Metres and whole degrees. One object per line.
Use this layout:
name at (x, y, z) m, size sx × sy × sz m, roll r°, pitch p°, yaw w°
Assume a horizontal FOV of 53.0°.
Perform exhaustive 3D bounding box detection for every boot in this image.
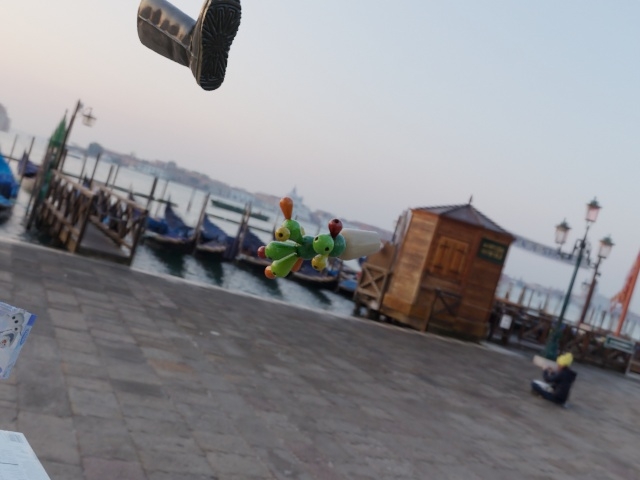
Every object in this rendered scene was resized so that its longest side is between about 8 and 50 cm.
boot at (-0.229, -0.373, 1.085) m, size 0.076 × 0.189 × 0.208 m, roll -8°, pitch 44°, yaw -42°

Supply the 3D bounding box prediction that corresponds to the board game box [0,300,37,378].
board game box at (-0.433, 0.123, 0.840) m, size 0.090 × 0.090 × 0.020 m, roll 20°, pitch -12°, yaw 7°

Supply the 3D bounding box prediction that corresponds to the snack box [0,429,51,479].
snack box at (-0.594, 0.363, 1.016) m, size 0.187 × 0.060 × 0.322 m, roll 32°, pitch -1°, yaw 40°

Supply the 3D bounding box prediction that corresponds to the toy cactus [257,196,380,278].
toy cactus at (0.000, 0.000, 0.973) m, size 0.180 × 0.112 × 0.219 m, roll -4°, pitch -12°, yaw -20°
